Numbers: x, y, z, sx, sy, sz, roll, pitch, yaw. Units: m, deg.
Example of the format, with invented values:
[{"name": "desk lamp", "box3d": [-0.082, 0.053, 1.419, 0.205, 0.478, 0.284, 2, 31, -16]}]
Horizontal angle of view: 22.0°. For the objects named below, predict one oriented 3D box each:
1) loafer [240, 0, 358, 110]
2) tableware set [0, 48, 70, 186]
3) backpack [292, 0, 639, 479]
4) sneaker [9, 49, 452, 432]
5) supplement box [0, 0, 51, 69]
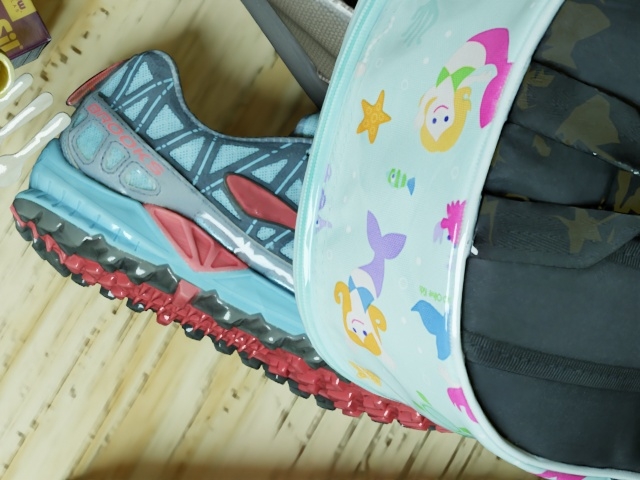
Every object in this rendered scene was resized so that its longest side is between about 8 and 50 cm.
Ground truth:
[{"name": "loafer", "box3d": [-0.021, -0.196, 0.742, 0.366, 0.130, 0.134, 45, 74, -10]}, {"name": "tableware set", "box3d": [-0.190, -0.037, 0.693, 0.154, 0.024, 0.104, -38, 111, 7]}, {"name": "backpack", "box3d": [0.108, -0.020, 0.634, 0.253, 0.191, 0.225, 10, 99, -44]}, {"name": "sneaker", "box3d": [0.000, 0.000, 0.751, 0.262, 0.104, 0.125, 28, 76, -15]}, {"name": "supplement box", "box3d": [-0.170, -0.091, 0.731, 0.083, 0.043, 0.055, -30, 95, -19]}]
